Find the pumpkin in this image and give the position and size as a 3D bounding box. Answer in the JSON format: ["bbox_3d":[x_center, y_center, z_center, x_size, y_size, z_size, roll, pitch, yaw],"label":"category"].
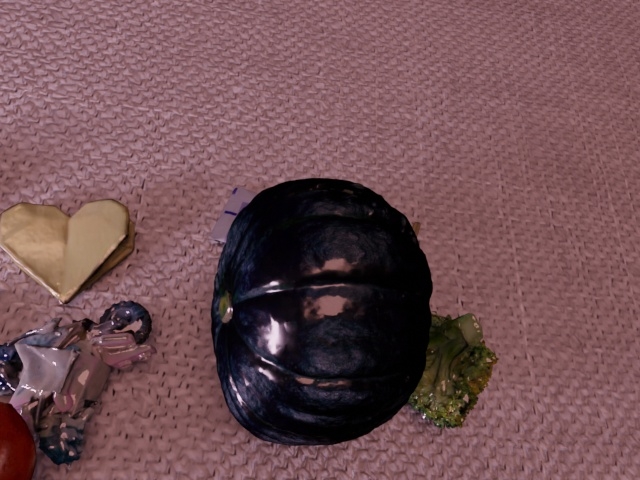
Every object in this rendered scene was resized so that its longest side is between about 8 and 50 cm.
[{"bbox_3d":[-0.005,0.090,0.710,0.266,0.363,0.363,9,63,-21],"label":"pumpkin"}]

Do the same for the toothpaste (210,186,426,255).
[{"bbox_3d":[0.000,0.000,0.917,0.371,0.080,0.125,18,56,1],"label":"toothpaste"}]

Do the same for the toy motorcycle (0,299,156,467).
[{"bbox_3d":[-0.345,0.209,0.730,0.239,0.108,0.204,-27,66,5],"label":"toy motorcycle"}]

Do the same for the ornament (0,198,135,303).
[{"bbox_3d":[-0.411,0.018,0.834,0.201,0.059,0.180,-2,67,-10],"label":"ornament"}]

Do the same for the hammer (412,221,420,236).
[{"bbox_3d":[0.138,0.043,0.845,0.028,0.060,0.195,23,63,-3],"label":"hammer"}]

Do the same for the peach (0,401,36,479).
[{"bbox_3d":[-0.448,0.279,0.606,0.190,0.190,0.192,21,53,-1],"label":"peach"}]

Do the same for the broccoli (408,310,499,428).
[{"bbox_3d":[0.192,0.176,0.805,0.194,0.194,0.219,0,59,-12],"label":"broccoli"}]
